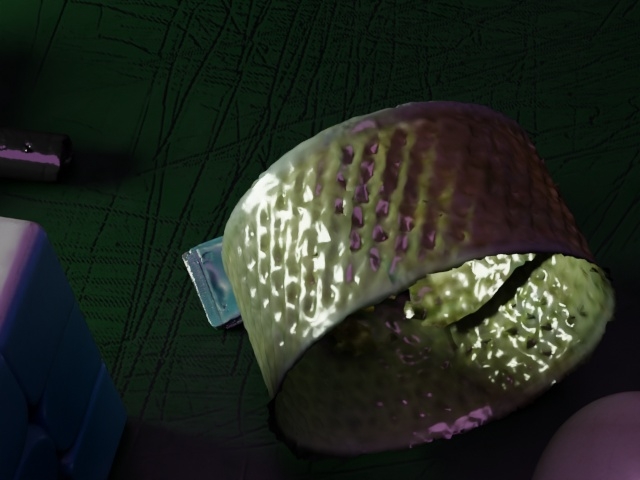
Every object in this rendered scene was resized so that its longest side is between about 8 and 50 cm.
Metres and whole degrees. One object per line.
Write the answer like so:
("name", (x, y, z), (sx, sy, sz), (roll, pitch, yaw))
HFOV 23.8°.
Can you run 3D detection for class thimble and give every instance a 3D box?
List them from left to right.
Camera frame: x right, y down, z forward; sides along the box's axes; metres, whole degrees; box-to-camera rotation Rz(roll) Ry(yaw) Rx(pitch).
("thimble", (0.065, 0.034, 1.113), (0.270, 0.271, 0.150), (-18, 58, -8))

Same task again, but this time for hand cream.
("hand cream", (0.000, 0.000, 1.271), (0.224, 0.048, 0.083), (-23, 62, -5))

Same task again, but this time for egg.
("egg", (0.216, 0.207, 1.065), (0.151, 0.151, 0.209), (13, 65, 11))

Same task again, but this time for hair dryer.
("hair dryer", (-0.340, -0.091, 1.332), (0.251, 0.089, 0.197), (11, 57, -1))

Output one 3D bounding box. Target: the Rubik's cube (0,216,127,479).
("Rubik's cube", (-0.329, 0.159, 1.043), (0.291, 0.292, 0.290), (9, 60, 10))
